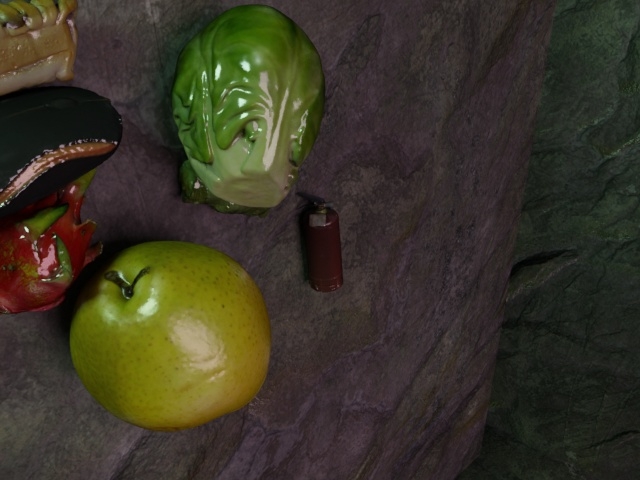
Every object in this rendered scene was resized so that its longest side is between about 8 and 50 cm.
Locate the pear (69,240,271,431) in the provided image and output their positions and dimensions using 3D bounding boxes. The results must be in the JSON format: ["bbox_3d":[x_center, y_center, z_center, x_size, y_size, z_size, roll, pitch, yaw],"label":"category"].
[{"bbox_3d":[-0.276,0.184,1.206,0.362,0.362,0.418,-54,144,-15],"label":"pear"}]

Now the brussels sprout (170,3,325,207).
[{"bbox_3d":[-0.131,-0.246,1.185,0.281,0.289,0.354,14,70,-51],"label":"brussels sprout"}]

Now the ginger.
[{"bbox_3d":[-0.181,-0.122,1.362,0.290,0.089,0.137,17,77,-47],"label":"ginger"}]

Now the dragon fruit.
[{"bbox_3d":[-0.467,-0.004,1.038,0.198,0.200,0.269,36,52,-38],"label":"dragon fruit"}]

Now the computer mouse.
[{"bbox_3d":[-0.457,-0.147,0.964,0.323,0.183,0.116,-39,156,-30],"label":"computer mouse"}]

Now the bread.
[{"bbox_3d":[-0.464,-0.295,0.953,0.225,0.081,0.134,-34,143,-43],"label":"bread"}]

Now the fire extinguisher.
[{"bbox_3d":[0.000,0.000,1.623,0.105,0.105,0.269,-31,130,-35],"label":"fire extinguisher"}]
